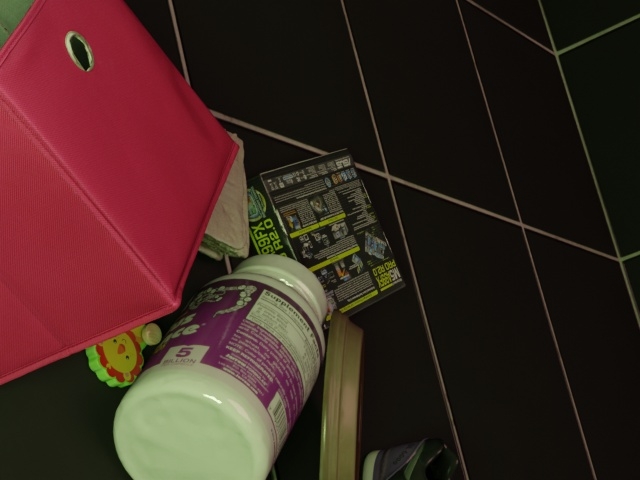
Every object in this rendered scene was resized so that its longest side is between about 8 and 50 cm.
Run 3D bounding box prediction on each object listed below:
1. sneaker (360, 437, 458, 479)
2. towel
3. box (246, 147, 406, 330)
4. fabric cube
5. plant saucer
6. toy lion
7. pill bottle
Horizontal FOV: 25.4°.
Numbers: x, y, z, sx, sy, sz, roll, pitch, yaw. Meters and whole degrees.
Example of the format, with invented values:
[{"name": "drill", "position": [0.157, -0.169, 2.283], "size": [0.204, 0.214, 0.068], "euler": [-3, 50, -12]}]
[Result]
[{"name": "sneaker", "position": [0.113, 0.364, 1.759], "size": [0.107, 0.124, 0.283], "euler": [44, 36, -36]}, {"name": "towel", "position": [-0.185, -0.097, 1.672], "size": [0.282, 0.049, 0.187], "euler": [34, 40, -44]}, {"name": "box", "position": [0.000, 0.000, 1.907], "size": [0.270, 0.060, 0.216], "euler": [-24, 91, -62]}, {"name": "fabric cube", "position": [-0.266, -0.064, 1.277], "size": [0.258, 0.259, 0.254], "euler": [52, 30, -25]}, {"name": "plant saucer", "position": [0.026, 0.219, 1.651], "size": [0.278, 0.041, 0.278], "euler": [2, 90, -87]}, {"name": "toy lion", "position": [-0.216, 0.100, 1.490], "size": [0.100, 0.034, 0.096], "euler": [60, 36, -13]}, {"name": "pill bottle", "position": [-0.092, 0.138, 1.525], "size": [0.169, 0.169, 0.301], "euler": [58, 28, -16]}]
